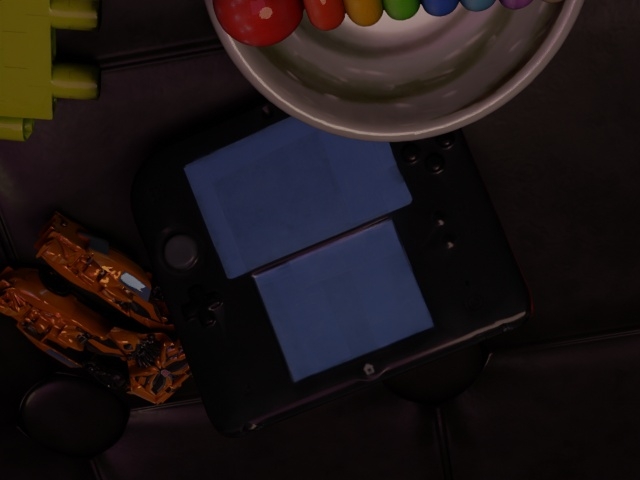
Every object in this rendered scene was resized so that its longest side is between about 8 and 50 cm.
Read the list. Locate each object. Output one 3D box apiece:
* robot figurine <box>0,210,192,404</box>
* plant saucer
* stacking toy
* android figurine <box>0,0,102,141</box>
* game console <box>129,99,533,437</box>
[{"bbox_3d":[-0.260,0.102,1.404,0.291,0.085,0.211,37,115,-22],"label":"robot figurine"},{"bbox_3d":[0.074,-0.302,1.135,0.400,0.100,0.400,-2,115,-5],"label":"plant saucer"},{"bbox_3d":[0.060,-0.251,1.036,0.330,0.141,0.141,-15,122,5],"label":"stacking toy"},{"bbox_3d":[-0.376,-0.221,1.211,0.273,0.056,0.248,3,123,-5],"label":"android figurine"},{"bbox_3d":[0.000,0.000,1.247,0.386,0.060,0.342,-23,79,10],"label":"game console"}]
